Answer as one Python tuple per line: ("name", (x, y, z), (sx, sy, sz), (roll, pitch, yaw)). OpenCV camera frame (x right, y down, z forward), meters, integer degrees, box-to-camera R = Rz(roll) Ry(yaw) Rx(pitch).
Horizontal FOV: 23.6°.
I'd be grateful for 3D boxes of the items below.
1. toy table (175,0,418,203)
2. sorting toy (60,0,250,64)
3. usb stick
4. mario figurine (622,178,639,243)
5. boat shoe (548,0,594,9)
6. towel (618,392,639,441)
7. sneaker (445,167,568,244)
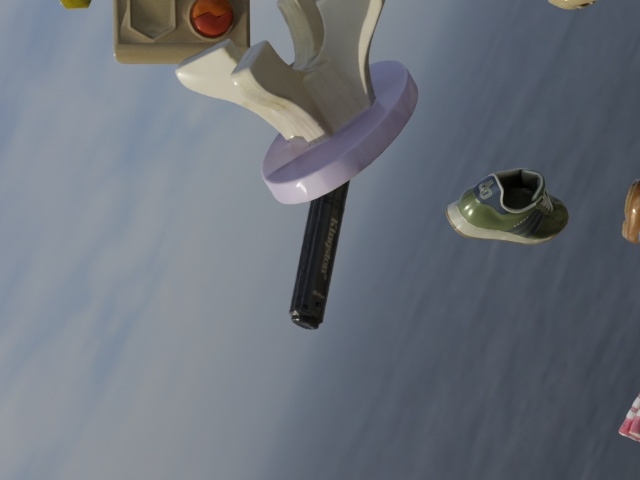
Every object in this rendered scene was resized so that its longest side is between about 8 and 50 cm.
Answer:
("toy table", (-0.013, -0.172, 1.647), (0.252, 0.161, 0.274), (-26, 22, 15))
("sorting toy", (-0.260, -0.384, 2.342), (0.041, 0.307, 0.229), (-148, 58, -78))
("usb stick", (0.000, 0.000, 2.407), (0.077, 0.045, 0.278), (37, -119, -60))
("mario figurine", (0.519, -0.028, 1.729), (0.198, 0.321, 0.170), (-54, -31, -32))
("boat shoe", (0.321, -0.358, 1.938), (0.120, 0.324, 0.122), (70, -141, -53))
("towel", (0.368, 0.112, 1.512), (0.144, 0.029, 0.197), (19, -83, -54))
("sneaker", (0.239, -0.044, 1.775), (0.086, 0.192, 0.064), (-47, 57, 38))
